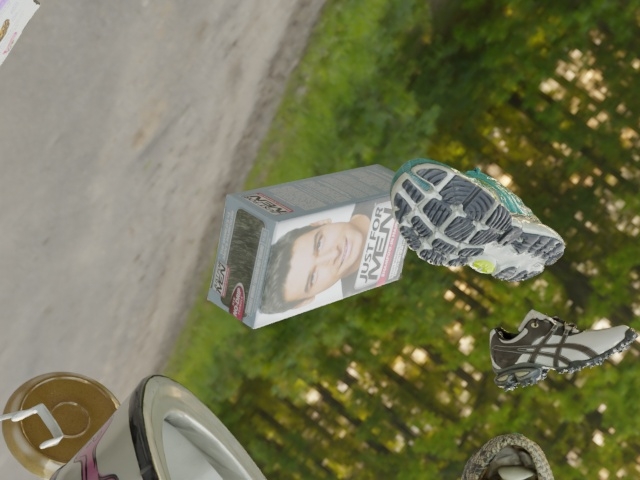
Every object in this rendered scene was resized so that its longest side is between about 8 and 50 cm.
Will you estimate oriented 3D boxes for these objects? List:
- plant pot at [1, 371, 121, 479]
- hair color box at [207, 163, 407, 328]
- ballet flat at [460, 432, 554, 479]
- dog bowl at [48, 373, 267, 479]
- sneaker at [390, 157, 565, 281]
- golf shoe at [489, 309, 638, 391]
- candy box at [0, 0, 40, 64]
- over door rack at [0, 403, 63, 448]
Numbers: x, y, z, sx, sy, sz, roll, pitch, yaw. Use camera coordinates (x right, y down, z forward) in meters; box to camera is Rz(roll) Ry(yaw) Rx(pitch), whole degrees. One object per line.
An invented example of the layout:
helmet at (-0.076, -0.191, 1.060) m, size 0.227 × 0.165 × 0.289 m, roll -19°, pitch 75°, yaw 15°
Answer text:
plant pot at (-0.471, 0.339, 1.977) m, size 0.236 × 0.236 × 0.032 m, roll -48°, pitch 172°, yaw -46°
hair color box at (0.000, 0.000, 1.727) m, size 0.374 × 0.113 × 0.185 m, roll -15°, pitch 126°, yaw -47°
ballet flat at (0.193, 0.468, 1.321) m, size 0.182 × 0.164 × 0.483 m, roll 68°, pitch 36°, yaw -65°
dog bowl at (-0.087, 0.317, 0.839) m, size 0.150 × 0.408 × 0.408 m, roll -33°, pitch 176°, yaw 1°
sneaker at (0.163, -0.031, 1.190) m, size 0.107 × 0.110 × 0.275 m, roll -42°, pitch 141°, yaw 22°
golf shoe at (0.308, 0.129, 1.379) m, size 0.198 × 0.094 × 0.077 m, roll -20°, pitch 173°, yaw 25°
candy box at (-0.513, -0.326, 1.570) m, size 0.165 × 0.070 × 0.196 m, roll -58°, pitch 177°, yaw -2°
over door rack at (-0.530, 0.277, 1.345) m, size 0.324 × 0.108 × 0.239 m, roll 3°, pitch 142°, yaw -38°
